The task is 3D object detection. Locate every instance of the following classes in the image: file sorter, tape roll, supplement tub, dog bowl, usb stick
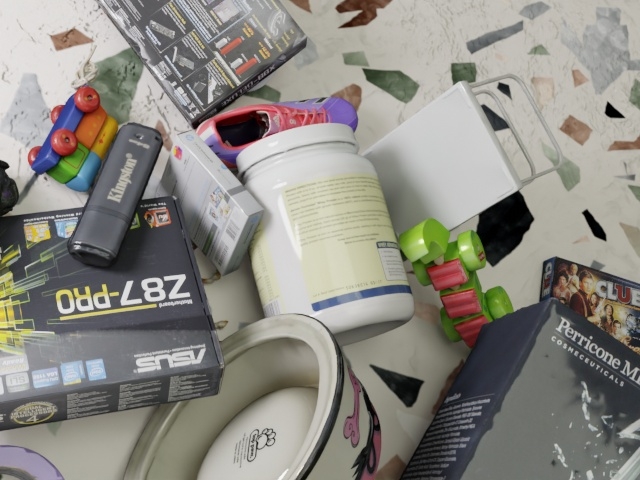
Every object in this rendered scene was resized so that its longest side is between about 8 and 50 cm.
[{"bbox_3d":[0.238,-0.133,1.903,0.173,0.278,0.193,-22,82,-42],"label":"file sorter"},{"bbox_3d":[-0.448,0.385,1.584,0.189,0.080,0.189,6,72,-20],"label":"tape roll"},{"bbox_3d":[0.000,0.000,1.803,0.235,0.235,0.325,-10,77,-24],"label":"supplement tub"},{"bbox_3d":[-0.089,0.309,1.595,0.150,0.408,0.408,45,61,-28],"label":"dog bowl"},{"bbox_3d":[-0.302,-0.072,1.687,0.077,0.045,0.278,13,48,1],"label":"usb stick"}]

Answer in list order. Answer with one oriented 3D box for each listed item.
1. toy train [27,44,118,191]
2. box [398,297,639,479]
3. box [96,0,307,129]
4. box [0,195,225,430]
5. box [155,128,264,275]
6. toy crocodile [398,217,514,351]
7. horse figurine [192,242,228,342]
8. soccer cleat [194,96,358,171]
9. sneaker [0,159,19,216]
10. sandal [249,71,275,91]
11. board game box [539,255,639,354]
[{"bbox_3d":[-0.349,-0.184,1.807,0.143,0.105,0.248,37,55,-25],"label":"toy train"},{"bbox_3d":[0.373,0.423,1.672,0.480,0.297,0.471,33,71,-4],"label":"box"},{"bbox_3d":[-0.208,-0.379,1.878,0.242,0.076,0.307,-38,89,-4],"label":"box"},{"bbox_3d":[-0.365,0.101,1.623,0.395,0.097,0.318,-7,55,-17],"label":"box"},{"bbox_3d":[-0.176,-0.058,1.769,0.038,0.145,0.186,-25,63,-40],"label":"box"},{"bbox_3d":[0.237,0.092,1.879,0.340,0.115,0.105,58,25,-31],"label":"toy crocodile"},{"bbox_3d":[-0.224,0.098,1.776,0.174,0.066,0.263,-3,72,-31],"label":"horse figurine"},{"bbox_3d":[-0.064,-0.187,1.902,0.318,0.116,0.108,-14,79,-25],"label":"soccer cleat"},{"bbox_3d":[-0.493,-0.068,1.606,0.124,0.283,0.107,1,113,-14],"label":"sneaker"},{"bbox_3d":[-0.114,-0.383,1.960,0.102,0.076,0.265,5,86,-3],"label":"sandal"},{"bbox_3d":[0.514,0.141,2.074,0.243,0.042,0.165,17,68,-17],"label":"board game box"}]
